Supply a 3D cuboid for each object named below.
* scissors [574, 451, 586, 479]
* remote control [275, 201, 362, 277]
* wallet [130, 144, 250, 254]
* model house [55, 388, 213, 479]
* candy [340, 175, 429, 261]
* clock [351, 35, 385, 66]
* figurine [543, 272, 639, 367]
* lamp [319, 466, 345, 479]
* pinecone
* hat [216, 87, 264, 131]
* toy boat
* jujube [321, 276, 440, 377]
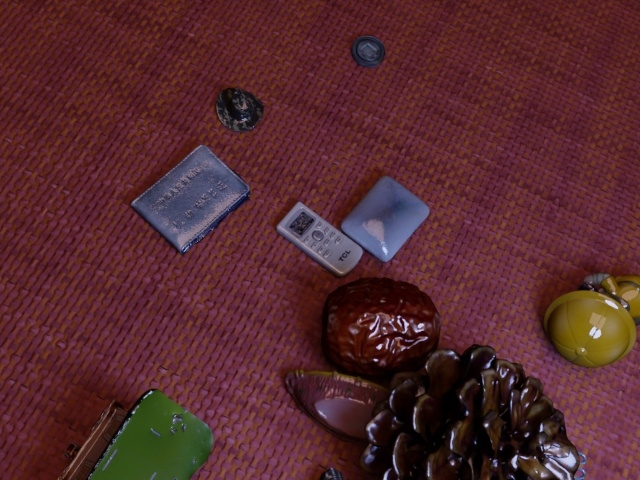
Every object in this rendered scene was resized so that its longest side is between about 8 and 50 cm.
[{"bbox_3d":[0.495,0.457,1.854,0.119,0.014,0.058,14,65,-7],"label":"scissors"},{"bbox_3d":[0.000,0.000,1.961,0.190,0.029,0.087,38,67,7],"label":"remote control"},{"bbox_3d":[-0.279,-0.095,1.953,0.167,0.036,0.222,43,68,10],"label":"wallet"},{"bbox_3d":[-0.367,0.423,1.682,0.207,0.154,0.293,45,70,-37],"label":"model house"},{"bbox_3d":[0.144,-0.050,1.983,0.138,0.071,0.174,39,67,8],"label":"candy"},{"bbox_3d":[0.116,-0.460,2.183,0.085,0.017,0.085,3,66,-8],"label":"clock"},{"bbox_3d":[0.605,0.163,1.912,0.257,0.167,0.192,-33,102,-23],"label":"figurine"},{"bbox_3d":[0.061,0.566,1.645,0.182,0.182,0.313,-11,69,-13],"label":"lamp"},{"bbox_3d":[0.279,0.384,1.643,0.398,0.397,0.397,3,67,-8],"label":"pinecone"},{"bbox_3d":[-0.186,-0.311,2.052,0.121,0.050,0.121,3,65,-6],"label":"hat"},{"bbox_3d":[0.074,0.340,1.796,0.318,0.099,0.140,23,107,1],"label":"toy boat"},{"bbox_3d":[0.121,0.172,1.816,0.232,0.213,0.212,5,66,-4],"label":"jujube"}]
